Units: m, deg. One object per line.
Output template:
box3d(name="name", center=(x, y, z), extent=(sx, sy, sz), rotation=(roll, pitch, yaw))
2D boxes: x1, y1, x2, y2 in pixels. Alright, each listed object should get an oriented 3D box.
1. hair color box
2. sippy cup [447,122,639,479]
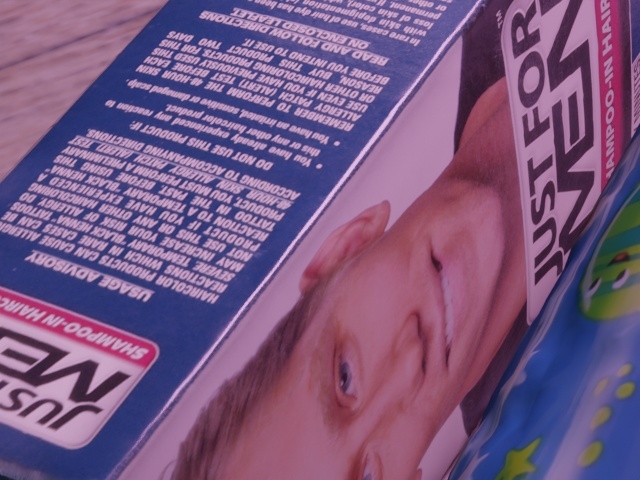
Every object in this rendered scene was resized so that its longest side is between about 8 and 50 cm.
box3d(name="hair color box", center=(0.000, 0.000, 0.664), extent=(0.105, 0.174, 0.347), rotation=(18, 51, 27))
box3d(name="sippy cup", center=(0.129, 0.068, 0.434), extent=(0.240, 0.305, 0.224), rotation=(25, 69, -8))
